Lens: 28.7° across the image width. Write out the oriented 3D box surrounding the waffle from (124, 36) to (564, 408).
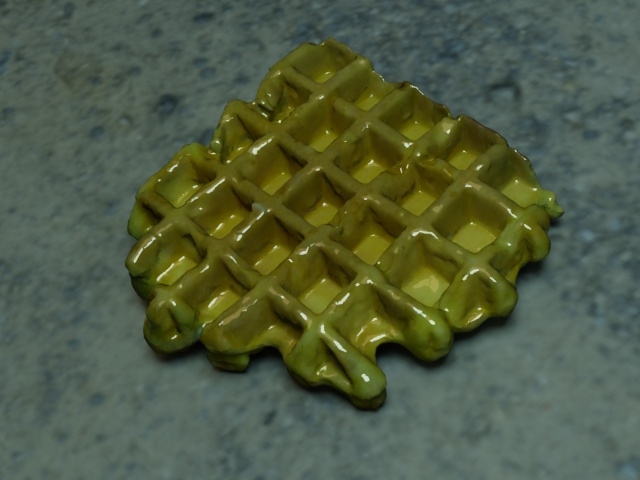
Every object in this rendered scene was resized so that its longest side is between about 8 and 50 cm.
[{"bbox_3d":[0.000,0.000,0.715,0.219,0.057,0.229,-41,53,-19],"label":"waffle"}]
